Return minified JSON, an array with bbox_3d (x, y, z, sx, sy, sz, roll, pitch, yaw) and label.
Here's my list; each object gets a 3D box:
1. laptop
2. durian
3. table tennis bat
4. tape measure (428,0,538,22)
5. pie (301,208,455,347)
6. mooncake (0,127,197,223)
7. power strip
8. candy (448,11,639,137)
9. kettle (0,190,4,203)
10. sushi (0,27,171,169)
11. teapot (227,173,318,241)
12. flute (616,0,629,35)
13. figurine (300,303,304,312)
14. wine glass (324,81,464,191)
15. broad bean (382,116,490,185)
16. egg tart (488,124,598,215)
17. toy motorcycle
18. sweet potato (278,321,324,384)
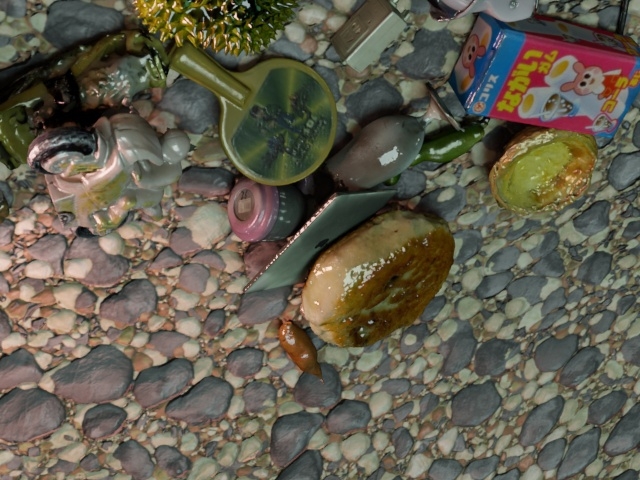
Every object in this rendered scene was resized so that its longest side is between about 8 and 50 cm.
[{"bbox_3d":[0.000,0.000,1.986,0.269,0.015,0.188,-46,158,30],"label":"laptop"},{"bbox_3d":[-0.139,-0.375,1.580,0.291,0.225,0.291,-3,95,-36],"label":"durian"},{"bbox_3d":[-0.106,-0.212,1.808,0.321,0.050,0.198,33,89,-32],"label":"table tennis bat"},{"bbox_3d":[0.229,-0.432,1.740,0.197,0.120,0.236,-17,124,-19],"label":"tape measure"},{"bbox_3d":[0.111,0.078,2.089,0.315,0.092,0.315,-24,142,-20],"label":"pie"},{"bbox_3d":[-0.370,-0.104,1.814,0.347,0.057,0.150,-28,156,12],"label":"mooncake"},{"bbox_3d":[0.088,-0.336,1.790,0.175,0.075,0.042,-45,130,14],"label":"power strip"},{"bbox_3d":[0.381,-0.277,1.934,0.306,0.100,0.157,6,128,-24],"label":"candy"},{"bbox_3d":[-0.600,-0.107,1.638,0.268,0.207,0.290,-3,144,18],"label":"kettle"},{"bbox_3d":[-0.348,-0.197,1.691,0.291,0.131,0.139,-32,133,-9],"label":"sushi"},{"bbox_3d":[-0.074,-0.065,1.940,0.146,0.148,0.116,9,161,-43],"label":"teapot"},{"bbox_3d":[0.511,-0.334,2.005,0.014,0.014,0.269,-11,130,-14],"label":"flute"},{"bbox_3d":[0.005,0.110,2.142,0.083,0.047,0.050,3,111,-33],"label":"figurine"},{"bbox_3d":[0.120,-0.159,1.927,0.222,0.103,0.103,-35,132,13],"label":"wine glass"},{"bbox_3d":[0.197,-0.155,1.998,0.214,0.048,0.070,-26,139,4],"label":"broad bean"},{"bbox_3d":[0.389,-0.134,2.062,0.213,0.090,0.212,-13,135,-13],"label":"egg tart"},{"bbox_3d":[-0.294,-0.097,1.701,0.223,0.108,0.340,-20,160,-9],"label":"toy motorcycle"},{"bbox_3d":[-0.031,0.217,2.206,0.056,0.056,0.195,-27,135,0],"label":"sweet potato"}]
